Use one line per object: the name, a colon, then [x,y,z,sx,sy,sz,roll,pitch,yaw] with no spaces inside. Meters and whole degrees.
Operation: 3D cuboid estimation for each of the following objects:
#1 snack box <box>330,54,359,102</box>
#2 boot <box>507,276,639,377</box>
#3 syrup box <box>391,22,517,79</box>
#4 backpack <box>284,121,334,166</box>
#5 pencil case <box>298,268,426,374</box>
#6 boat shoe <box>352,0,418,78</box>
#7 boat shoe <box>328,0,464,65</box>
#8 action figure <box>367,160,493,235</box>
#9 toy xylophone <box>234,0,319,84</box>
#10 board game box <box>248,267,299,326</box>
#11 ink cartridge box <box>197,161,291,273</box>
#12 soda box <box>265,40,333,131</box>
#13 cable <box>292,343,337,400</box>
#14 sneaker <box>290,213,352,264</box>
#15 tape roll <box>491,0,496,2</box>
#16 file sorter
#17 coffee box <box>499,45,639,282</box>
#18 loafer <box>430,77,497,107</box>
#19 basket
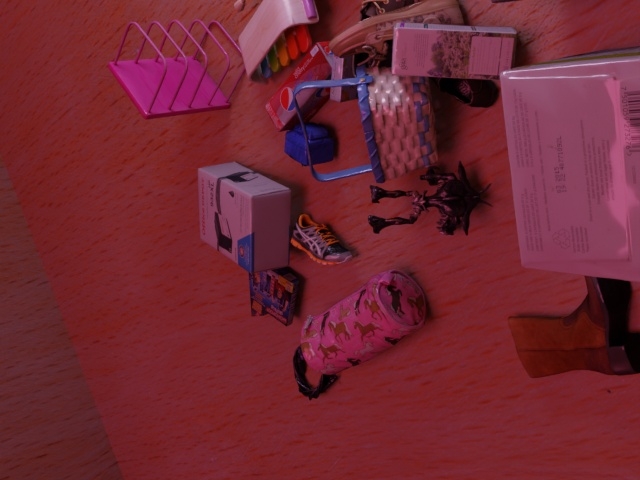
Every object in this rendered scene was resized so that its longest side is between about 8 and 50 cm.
snack box: [0.071,-0.398,1.863,0.037,0.100,0.141,24,121,39]
boot: [0.506,0.154,1.650,0.280,0.096,0.264,-13,102,55]
syrup box: [0.261,-0.375,1.588,0.237,0.096,0.093,4,112,7]
backpack: [-0.031,-0.249,2.032,0.120,0.098,0.101,31,122,50]
pencil case: [0.100,0.210,2.021,0.386,0.167,0.160,-37,45,46]
boat shoe: [0.137,-0.492,1.765,0.109,0.091,0.305,33,126,34]
boat shoe: [0.158,-0.428,1.676,0.285,0.104,0.089,-17,93,13]
action figure: [0.248,-0.087,1.774,0.276,0.141,0.164,-4,93,20]
toy xylophone: [-0.122,-0.537,1.991,0.323,0.081,0.236,-23,75,58]
board game box: [-0.137,0.155,2.317,0.194,0.060,0.194,32,126,35]
ink cartridge box: [-0.216,-0.069,2.223,0.307,0.129,0.223,29,124,50]
soda box: [-0.027,-0.378,1.979,0.263,0.092,0.083,-41,74,45]
cable: [-0.031,0.373,2.296,0.150,0.047,0.184,55,136,17]
sneaker: [0.000,0.000,2.102,0.215,0.084,0.083,28,118,38]
tape roll: [0.405,-0.468,1.400,0.219,0.219,0.072,4,107,45]
file sorter: [-0.375,-0.475,2.165,0.202,0.291,0.182,53,132,19]
coffee box: [0.540,-0.141,1.294,0.338,0.334,0.337,5,109,47]
loafer: [0.271,-0.354,1.687,0.220,0.078,0.080,41,130,28]
basket: [0.102,-0.244,1.736,0.201,0.289,0.254,-95,-6,-45]
